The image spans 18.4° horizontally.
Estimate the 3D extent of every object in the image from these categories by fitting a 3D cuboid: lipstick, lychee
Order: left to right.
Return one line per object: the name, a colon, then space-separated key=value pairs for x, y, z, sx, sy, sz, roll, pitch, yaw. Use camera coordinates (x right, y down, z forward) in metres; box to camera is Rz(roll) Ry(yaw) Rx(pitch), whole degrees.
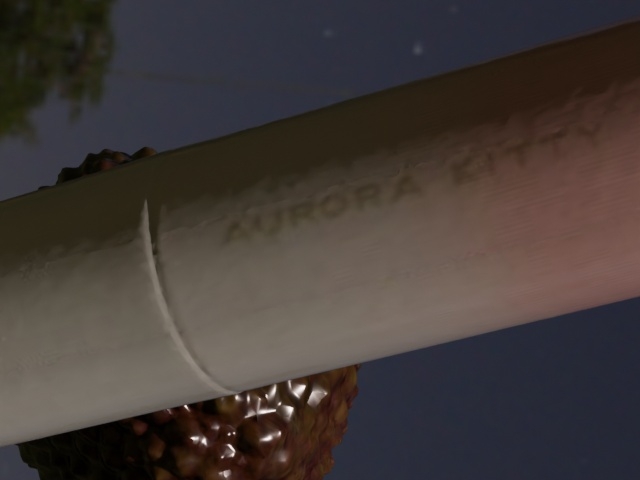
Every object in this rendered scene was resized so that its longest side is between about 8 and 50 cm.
lychee: x=-0.084 y=0.066 z=1.162 sx=0.271 sy=0.236 sz=0.236 roll=-128 pitch=-133 yaw=-56
lipstick: x=0.000 y=0.000 z=0.659 sx=0.327 sy=0.087 sz=0.087 roll=-15 pitch=-117 yaw=22
